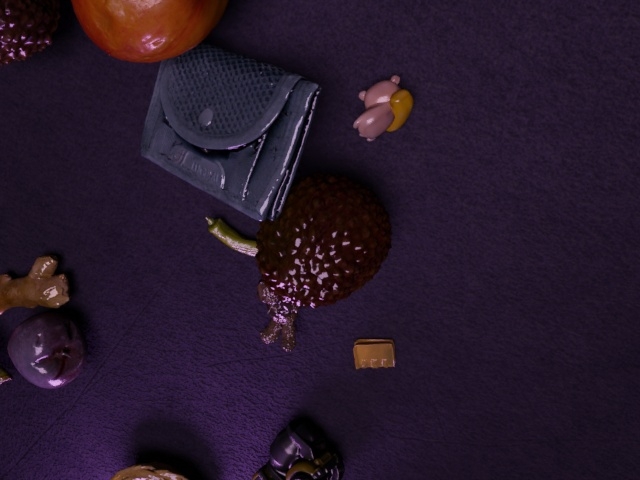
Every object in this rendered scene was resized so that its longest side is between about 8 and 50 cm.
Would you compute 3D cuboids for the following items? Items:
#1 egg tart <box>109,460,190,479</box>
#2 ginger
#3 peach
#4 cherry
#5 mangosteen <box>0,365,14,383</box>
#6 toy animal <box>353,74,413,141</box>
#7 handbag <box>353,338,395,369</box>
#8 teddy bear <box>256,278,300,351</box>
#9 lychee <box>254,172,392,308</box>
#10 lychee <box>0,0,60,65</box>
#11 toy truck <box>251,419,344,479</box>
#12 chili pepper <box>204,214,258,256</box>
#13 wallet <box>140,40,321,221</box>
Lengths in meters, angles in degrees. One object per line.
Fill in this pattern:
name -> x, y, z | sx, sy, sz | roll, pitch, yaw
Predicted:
egg tart -> -0.391, 0.639, 1.398 | 0.279, 0.095, 0.279 | 2, 114, 5
ginger -> -0.680, 0.126, 1.272 | 0.298, 0.065, 0.118 | -21, 92, 15
peach -> -0.272, -0.402, 0.905 | 0.281, 0.238, 0.281 | -10, 72, 34
cherry -> -0.595, 0.240, 1.263 | 0.176, 0.140, 0.176 | 14, 116, 31
mangosteen -> -0.815, 0.278, 1.300 | 0.230, 0.194, 0.194 | 8, 113, -20
toy animal -> 0.104, -0.230, 1.005 | 0.114, 0.091, 0.082 | -37, 72, 7
handbag -> 0.112, 0.236, 1.194 | 0.083, 0.027, 0.061 | -3, 108, 9
teddy bear -> -0.080, 0.138, 1.170 | 0.119, 0.078, 0.160 | 16, 124, 41
lychee -> 0.000, 0.000, 1.014 | 0.236, 0.271, 0.236 | 20, 134, 22
lychee -> -0.580, -0.418, 0.957 | 0.267, 0.267, 0.267 | 3, 110, 9
toy truck -> -0.069, 0.516, 1.280 | 0.224, 0.147, 0.165 | -47, 73, 24
chili pepper -> -0.137, 0.006, 1.150 | 0.208, 0.043, 0.049 | 21, 87, -3
wallet -> -0.174, -0.201, 0.974 | 0.342, 0.075, 0.237 | 28, 103, 30
